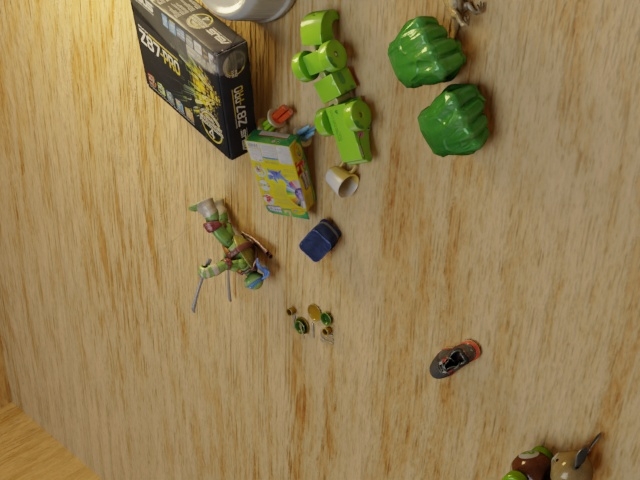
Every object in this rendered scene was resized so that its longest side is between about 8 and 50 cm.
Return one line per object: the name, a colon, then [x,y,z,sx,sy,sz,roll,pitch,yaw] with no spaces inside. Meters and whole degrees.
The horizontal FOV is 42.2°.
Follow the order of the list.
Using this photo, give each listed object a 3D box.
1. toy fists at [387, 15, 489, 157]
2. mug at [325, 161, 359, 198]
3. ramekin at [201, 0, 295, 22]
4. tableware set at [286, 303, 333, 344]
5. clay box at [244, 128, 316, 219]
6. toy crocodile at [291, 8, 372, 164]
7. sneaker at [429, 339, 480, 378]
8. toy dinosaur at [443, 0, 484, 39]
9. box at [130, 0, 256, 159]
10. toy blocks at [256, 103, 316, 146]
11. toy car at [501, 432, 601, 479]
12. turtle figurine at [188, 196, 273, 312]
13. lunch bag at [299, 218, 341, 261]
toy fists: [0.233,-0.292,1.580,0.279,0.096,0.142,66,162,-5]
mug: [0.050,-0.143,1.892,0.064,0.078,0.062,42,167,36]
ramekin: [-0.177,-0.612,1.836,0.273,0.127,0.273,21,122,37]
tableware set: [-0.029,0.211,2.153,0.154,0.024,0.104,19,121,40]
clay box: [-0.090,-0.154,1.969,0.127,0.053,0.222,12,138,28]
toy crocodile: [0.037,-0.326,1.787,0.115,0.105,0.341,-10,106,47]
sneaker: [0.282,0.268,1.834,0.061,0.065,0.158,54,137,11]
toy dinosaur: [0.258,-0.432,1.551,0.092,0.053,0.183,37,147,51]
box: [-0.306,-0.423,1.998,0.395,0.097,0.318,43,150,31]
toy blocks: [-0.075,-0.265,1.951,0.148,0.054,0.123,-28,88,48]
toy car: [0.483,0.454,1.664,0.149,0.155,0.188,45,125,20]
turtle figurine: [-0.281,0.036,2.200,0.274,0.197,0.266,-29,83,45]
lunch bag: [0.000,0.000,1.995,0.067,0.065,0.098,44,135,-1]
